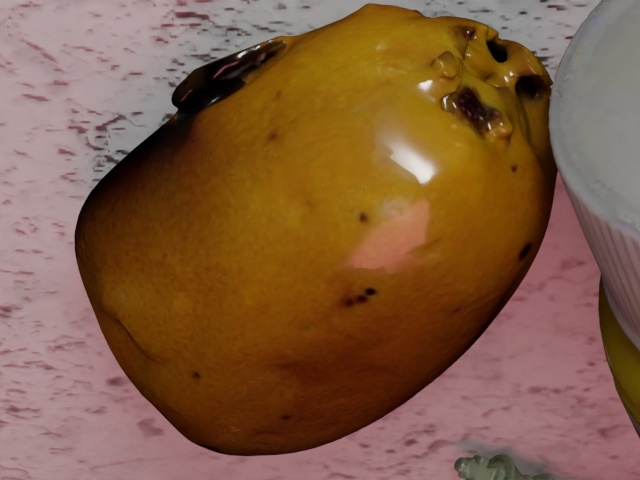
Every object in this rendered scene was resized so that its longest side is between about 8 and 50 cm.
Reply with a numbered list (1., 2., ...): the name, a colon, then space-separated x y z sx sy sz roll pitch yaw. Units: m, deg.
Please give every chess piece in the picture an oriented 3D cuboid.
1. chess piece: 0.149 0.182 1.142 0.149 0.059 0.059 27 134 -25

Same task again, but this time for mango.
1. mango: 0.000 0.000 0.825 0.201 0.152 0.287 11 143 -29

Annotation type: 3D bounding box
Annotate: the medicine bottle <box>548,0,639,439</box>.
1. medicine bottle: 0.252 0.039 0.821 0.224 0.224 0.384 -15 139 17
